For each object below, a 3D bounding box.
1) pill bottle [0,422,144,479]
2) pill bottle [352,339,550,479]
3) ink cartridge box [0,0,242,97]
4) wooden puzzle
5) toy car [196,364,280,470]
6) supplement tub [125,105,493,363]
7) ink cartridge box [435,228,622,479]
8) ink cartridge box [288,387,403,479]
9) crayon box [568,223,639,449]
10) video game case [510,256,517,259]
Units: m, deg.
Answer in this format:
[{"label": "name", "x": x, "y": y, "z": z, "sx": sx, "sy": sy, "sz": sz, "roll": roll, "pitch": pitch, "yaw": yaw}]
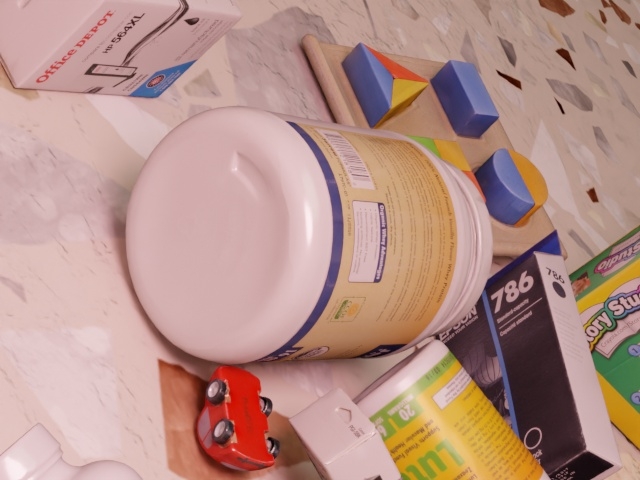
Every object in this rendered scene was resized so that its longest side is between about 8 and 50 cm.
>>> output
[{"label": "pill bottle", "x": -0.139, "y": 0.252, "z": 0.970, "sx": 0.264, "sy": 0.146, "sz": 0.146, "roll": 49, "pitch": 30, "yaw": -1}, {"label": "pill bottle", "x": 0.135, "y": 0.229, "z": 1.371, "sx": 0.246, "sy": 0.136, "sz": 0.136, "roll": 52, "pitch": 30, "yaw": 3}, {"label": "ink cartridge box", "x": -0.201, "y": -0.216, "z": 1.403, "sx": 0.203, "sy": 0.148, "sz": 0.086, "roll": -5, "pitch": 63, "yaw": -54}, {"label": "wooden puzzle", "x": 0.162, "y": -0.127, "z": 1.834, "sx": 0.348, "sy": 0.080, "sz": 0.322, "roll": 7, "pitch": 50, "yaw": -43}, {"label": "toy car", "x": -0.076, "y": 0.228, "z": 1.174, "sx": 0.239, "sy": 0.053, "sz": 0.225, "roll": 57, "pitch": 31, "yaw": 12}, {"label": "supplement tub", "x": 0.000, "y": 0.000, "z": 1.352, "sx": 0.316, "sy": 0.228, "sz": 0.228, "roll": 4, "pitch": 53, "yaw": -51}, {"label": "ink cartridge box", "x": 0.210, "y": 0.138, "z": 1.547, "sx": 0.065, "sy": 0.165, "sz": 0.333, "roll": 29, "pitch": 35, "yaw": -31}, {"label": "ink cartridge box", "x": 0.035, "y": 0.210, "z": 1.257, "sx": 0.135, "sy": 0.056, "sz": 0.099, "roll": 63, "pitch": -10, "yaw": -25}, {"label": "crayon box", "x": 0.495, "y": 0.106, "z": 1.767, "sx": 0.313, "sy": 0.363, "sz": 0.106, "roll": 45, "pitch": 30, "yaw": -10}, {"label": "video game case", "x": 0.236, "y": -0.038, "z": 1.925, "sx": 0.157, "sy": 0.019, "sz": 0.143, "roll": 23, "pitch": 40, "yaw": -40}]
